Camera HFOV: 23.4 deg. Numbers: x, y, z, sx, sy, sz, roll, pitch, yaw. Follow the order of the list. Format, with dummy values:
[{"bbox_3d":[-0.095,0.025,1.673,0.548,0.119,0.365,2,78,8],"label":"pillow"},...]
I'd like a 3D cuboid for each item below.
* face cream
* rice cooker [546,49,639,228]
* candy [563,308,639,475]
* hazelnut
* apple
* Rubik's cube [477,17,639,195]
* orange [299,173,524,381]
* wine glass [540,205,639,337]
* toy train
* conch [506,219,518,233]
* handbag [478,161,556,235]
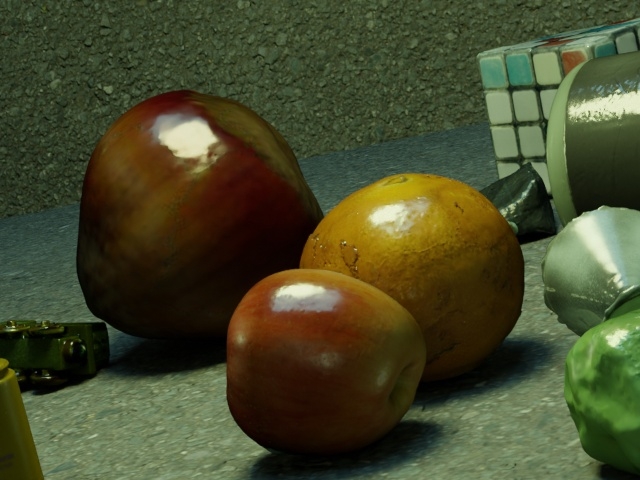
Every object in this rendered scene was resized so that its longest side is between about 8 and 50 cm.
[{"bbox_3d":[-0.282,0.162,1.294,0.078,0.273,0.078,-13,10,2],"label":"face cream"},{"bbox_3d":[0.439,-0.101,1.854,0.277,0.288,0.288,-7,12,34],"label":"rice cooker"},{"bbox_3d":[0.367,0.097,1.281,0.343,0.132,0.142,-14,-33,-17],"label":"candy"},{"bbox_3d":[-0.169,-0.034,2.078,0.359,0.359,0.409,-14,6,-7],"label":"hazelnut"},{"bbox_3d":[0.006,0.116,1.480,0.199,0.199,0.199,-13,10,2],"label":"apple"},{"bbox_3d":[0.450,-0.223,2.589,0.253,0.259,0.256,-19,11,-39],"label":"Rubik's cube"},{"bbox_3d":[0.100,0.042,1.659,0.240,0.240,0.240,-13,10,2],"label":"orange"},{"bbox_3d":[0.301,0.065,1.489,0.156,0.156,0.232,-13,15,3],"label":"wine glass"},{"bbox_3d":[-0.385,0.147,2.093,0.225,0.090,0.137,-1,3,32],"label":"toy train"},{"bbox_3d":[0.186,0.010,2.070,0.153,0.102,0.135,20,-24,-34],"label":"conch"},{"bbox_3d":[0.263,-0.040,2.348,0.175,0.089,0.270,-20,9,8],"label":"handbag"}]
